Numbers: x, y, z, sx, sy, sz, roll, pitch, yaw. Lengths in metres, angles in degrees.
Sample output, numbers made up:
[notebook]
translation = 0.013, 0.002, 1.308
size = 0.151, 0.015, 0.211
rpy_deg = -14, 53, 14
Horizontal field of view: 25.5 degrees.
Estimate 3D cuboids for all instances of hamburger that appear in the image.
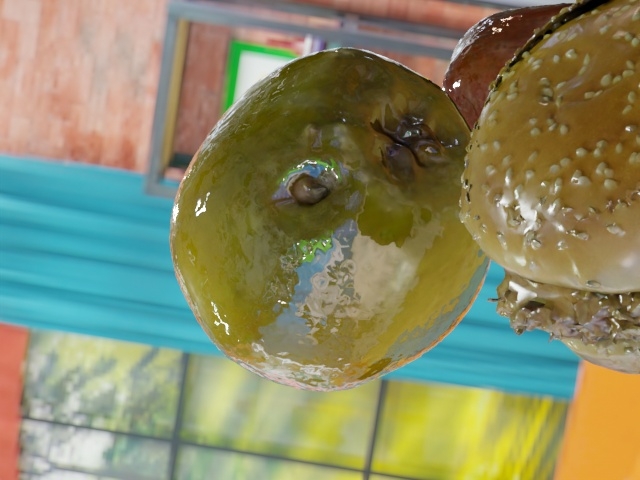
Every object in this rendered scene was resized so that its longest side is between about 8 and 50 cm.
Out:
[hamburger]
translation = 0.146, -0.031, 0.640
size = 0.191, 0.118, 0.182
rpy_deg = -50, 29, -6

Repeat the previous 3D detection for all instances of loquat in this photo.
[loquat]
translation = 0.000, 0.000, 0.908
size = 0.246, 0.213, 0.213
rpy_deg = 126, 160, -46

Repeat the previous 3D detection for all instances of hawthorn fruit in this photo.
[hawthorn fruit]
translation = 0.206, -0.128, 1.174
size = 0.163, 0.203, 0.163
rpy_deg = 51, -153, -40
